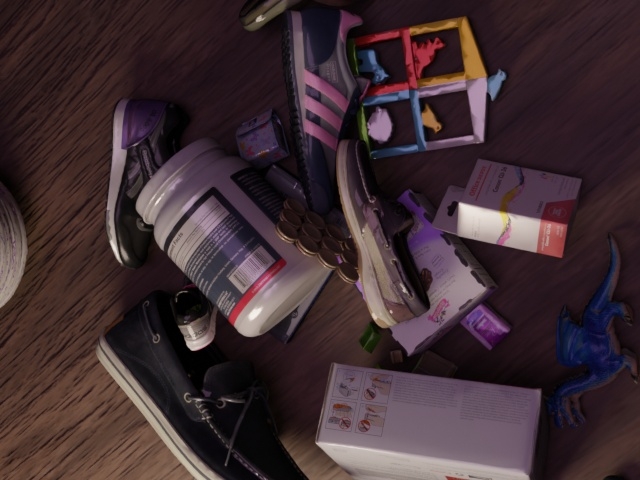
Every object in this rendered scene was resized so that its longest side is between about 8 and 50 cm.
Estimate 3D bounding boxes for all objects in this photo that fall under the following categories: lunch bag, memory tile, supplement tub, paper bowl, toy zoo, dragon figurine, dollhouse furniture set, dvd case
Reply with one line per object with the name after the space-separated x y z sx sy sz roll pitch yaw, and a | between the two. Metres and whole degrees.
-0.096 -0.163 1.756 0.071 0.053 0.083 -23 60 18 | lunch bag
0.000 0.000 1.622 0.148 0.113 0.012 34 119 -12 | memory tile
-0.131 -0.006 1.685 0.272 0.191 0.191 46 108 9 | supplement tub
-0.639 0.004 1.907 0.284 0.148 0.284 2 98 18 | paper bowl
0.141 -0.230 1.684 0.293 0.030 0.192 -8 94 19 | toy zoo
0.388 0.140 1.616 0.144 0.085 0.289 -6 96 18 | dragon figurine
0.134 0.191 1.740 0.151 0.058 0.076 29 97 -7 | dollhouse furniture set
-0.064 0.022 1.782 0.179 0.029 0.239 36 105 12 | dvd case

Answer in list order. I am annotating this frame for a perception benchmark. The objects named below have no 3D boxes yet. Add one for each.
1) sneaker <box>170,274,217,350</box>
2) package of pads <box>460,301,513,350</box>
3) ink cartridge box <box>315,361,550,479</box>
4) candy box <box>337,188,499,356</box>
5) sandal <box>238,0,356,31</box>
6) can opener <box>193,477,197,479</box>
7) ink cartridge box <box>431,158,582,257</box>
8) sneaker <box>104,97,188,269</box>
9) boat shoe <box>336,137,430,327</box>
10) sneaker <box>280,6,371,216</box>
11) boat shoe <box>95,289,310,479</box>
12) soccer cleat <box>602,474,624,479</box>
-0.199 0.092 1.737 0.063 0.170 0.075 -16 128 9 | sneaker
0.249 0.125 1.689 0.083 0.032 0.050 43 110 9 | package of pads
0.180 0.300 1.656 0.309 0.272 0.130 6 67 17 | ink cartridge box
0.145 0.050 1.677 0.165 0.070 0.196 -43 72 18 | candy box
0.016 -0.394 1.678 0.302 0.120 0.086 -26 113 22 | sandal
-0.148 0.388 1.846 0.186 0.073 0.059 -46 44 14 | can opener
0.271 -0.053 1.610 0.198 0.115 0.067 12 132 16 | ink cartridge box
-0.277 -0.089 1.804 0.124 0.107 0.283 4 98 12 | sneaker
0.094 -0.018 1.614 0.092 0.103 0.285 -15 84 19 | boat shoe
0.019 -0.193 1.663 0.131 0.112 0.319 -8 106 -10 | sneaker
-0.158 0.268 1.742 0.500 0.187 0.156 43 100 24 | boat shoe
0.448 0.442 1.638 0.060 0.072 0.179 -6 94 19 | soccer cleat
